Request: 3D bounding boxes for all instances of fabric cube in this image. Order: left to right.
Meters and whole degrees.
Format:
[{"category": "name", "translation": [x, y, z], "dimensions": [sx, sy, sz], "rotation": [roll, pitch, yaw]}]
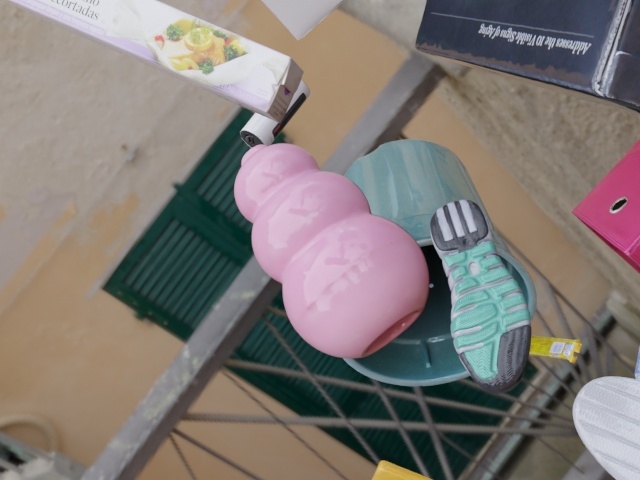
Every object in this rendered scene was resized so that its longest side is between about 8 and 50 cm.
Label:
[{"category": "fabric cube", "translation": [0.644, -0.037, 1.681], "dimensions": [0.258, 0.259, 0.254], "rotation": [-49, 17, 10]}]

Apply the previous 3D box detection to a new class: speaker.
[{"category": "speaker", "translation": [-0.077, -0.214, 1.649], "dimensions": [0.055, 0.055, 0.136], "rotation": [9, 56, 49]}]

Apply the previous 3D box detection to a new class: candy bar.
[{"category": "candy bar", "translation": [0.363, 0.171, 1.545], "dimensions": [0.040, 0.018, 0.161], "rotation": [-65, 14, -10]}]

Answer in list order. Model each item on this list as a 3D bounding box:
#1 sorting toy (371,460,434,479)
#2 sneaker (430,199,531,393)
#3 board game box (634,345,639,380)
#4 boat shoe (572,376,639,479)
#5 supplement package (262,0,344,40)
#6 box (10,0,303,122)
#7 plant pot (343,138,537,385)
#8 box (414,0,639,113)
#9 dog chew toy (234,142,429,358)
[{"category": "sorting toy", "translation": [0.044, 0.335, 0.935], "dimensions": [0.195, 0.348, 0.047], "rotation": [12, 41, 12]}, {"category": "sneaker", "translation": [0.181, 0.067, 1.051], "dimensions": [0.083, 0.098, 0.224], "rotation": [-16, 58, 13]}, {"category": "board game box", "translation": [0.535, 0.263, 1.530], "dimensions": [0.060, 0.194, 0.194], "rotation": [-16, 89, 38]}, {"category": "boat shoe", "translation": [0.439, 0.258, 1.072], "dimensions": [0.335, 0.119, 0.121], "rotation": [28, 92, 28]}, {"category": "supplement package", "translation": [-0.049, -0.368, 1.262], "dimensions": [0.105, 0.179, 0.105], "rotation": [-39, 20, 17]}, {"category": "box", "translation": [-0.176, -0.217, 1.030], "dimensions": [0.323, 0.067, 0.063], "rotation": [25, 89, 12]}, {"category": "plant pot", "translation": [0.171, 0.016, 1.713], "dimensions": [0.341, 0.341, 0.334], "rotation": [-33, 37, 22]}, {"category": "box", "translation": [0.375, -0.388, 1.110], "dimensions": [0.480, 0.297, 0.472], "rotation": [-134, 60, -67]}, {"category": "dog chew toy", "translation": [0.000, 0.000, 1.365], "dimensions": [0.206, 0.206, 0.332], "rotation": [-41, 73, 11]}]
